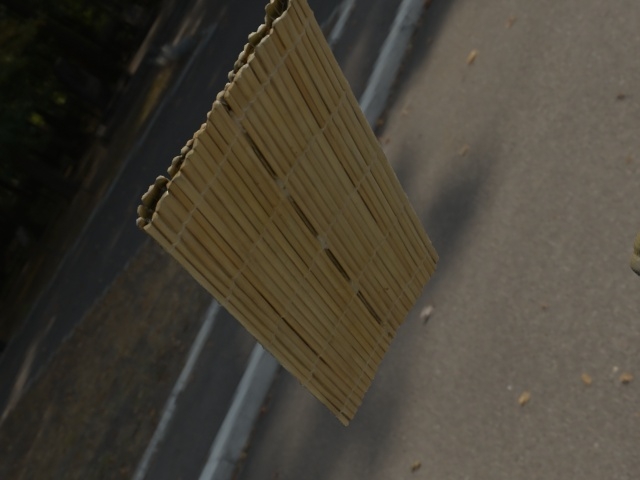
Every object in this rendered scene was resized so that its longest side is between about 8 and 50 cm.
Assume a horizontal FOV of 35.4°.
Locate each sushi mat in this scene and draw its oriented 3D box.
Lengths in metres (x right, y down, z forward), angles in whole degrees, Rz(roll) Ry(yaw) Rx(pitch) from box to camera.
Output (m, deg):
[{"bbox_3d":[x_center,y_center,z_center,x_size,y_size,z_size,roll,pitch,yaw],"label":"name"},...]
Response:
[{"bbox_3d":[0.000,0.000,0.620,0.019,0.316,0.151,23,73,31],"label":"sushi mat"}]

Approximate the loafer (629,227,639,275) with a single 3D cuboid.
[{"bbox_3d":[0.255,0.001,0.585,0.148,0.050,0.056,1,17,29],"label":"loafer"}]
